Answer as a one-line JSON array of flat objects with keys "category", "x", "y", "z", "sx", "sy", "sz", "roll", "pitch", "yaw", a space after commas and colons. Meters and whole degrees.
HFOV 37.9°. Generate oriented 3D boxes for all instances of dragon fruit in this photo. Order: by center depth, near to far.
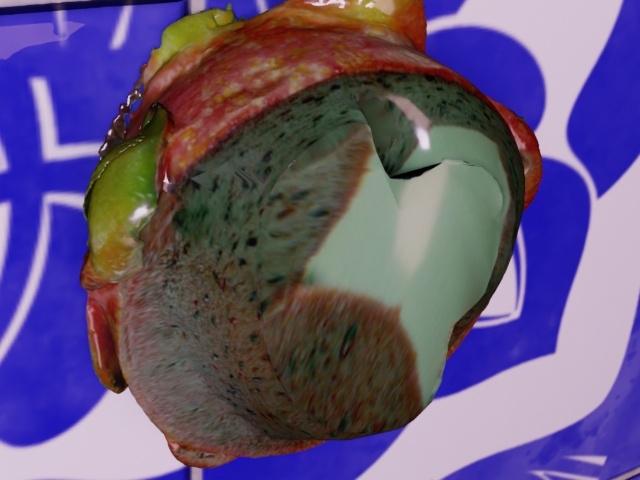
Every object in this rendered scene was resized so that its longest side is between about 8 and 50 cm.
[{"category": "dragon fruit", "x": 0.000, "y": 0.000, "z": 0.484, "sx": 0.268, "sy": 0.130, "sz": 0.295, "roll": 1, "pitch": 116, "yaw": -29}]
